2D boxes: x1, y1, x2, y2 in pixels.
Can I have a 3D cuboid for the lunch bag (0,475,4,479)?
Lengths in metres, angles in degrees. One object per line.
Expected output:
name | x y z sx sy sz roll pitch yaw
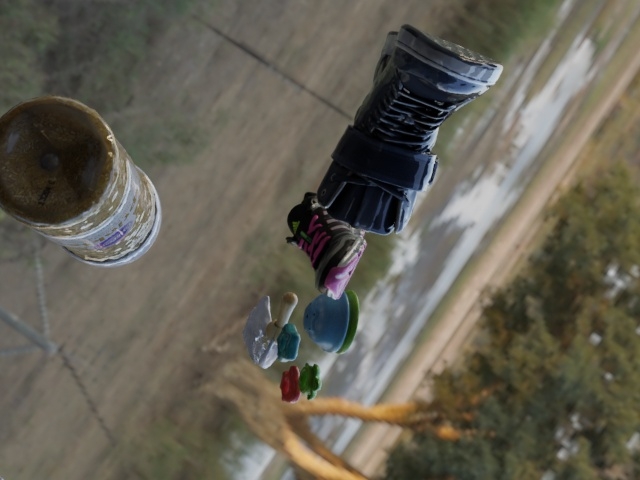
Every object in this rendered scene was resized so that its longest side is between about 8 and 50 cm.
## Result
lunch bag | -0.447 0.334 1.257 0.256 0.212 0.305 -24 180 21

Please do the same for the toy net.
toy net | -0.028 0.115 1.434 0.232 0.045 0.122 167 -69 -67

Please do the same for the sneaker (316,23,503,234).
sneaker | 0.065 -0.079 1.028 0.226 0.086 0.163 -119 -128 -84

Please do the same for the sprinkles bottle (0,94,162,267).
sprinkles bottle | -0.236 -0.049 1.319 0.121 0.121 0.355 -55 176 -6

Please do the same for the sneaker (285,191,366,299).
sneaker | 0.000 0.000 1.270 0.170 0.075 0.063 -80 -164 -66
